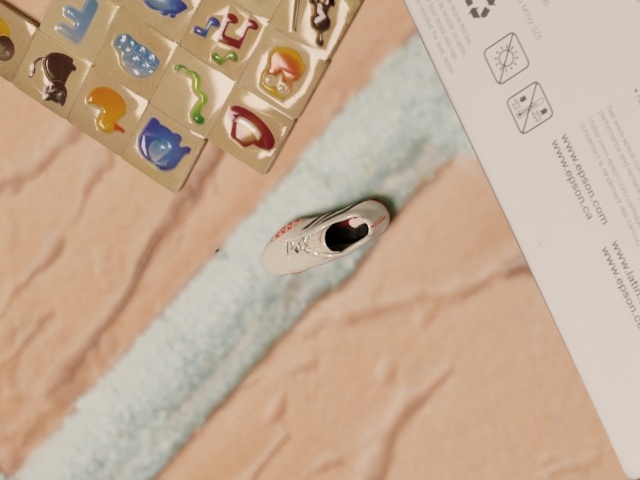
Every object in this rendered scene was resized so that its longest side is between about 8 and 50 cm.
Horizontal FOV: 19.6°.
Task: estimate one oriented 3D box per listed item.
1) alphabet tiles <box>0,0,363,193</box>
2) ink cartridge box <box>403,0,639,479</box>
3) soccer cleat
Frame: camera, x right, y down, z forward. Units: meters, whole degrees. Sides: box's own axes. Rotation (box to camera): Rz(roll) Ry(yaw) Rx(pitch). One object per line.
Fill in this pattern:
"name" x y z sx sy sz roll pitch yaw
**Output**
"alphabet tiles" -0.101 -0.148 1.037 0.237 0.009 0.198 33 114 7
"ink cartridge box" 0.208 -0.105 0.827 0.330 0.071 0.324 -33 71 32
"soccer cleat" 0.000 0.000 1.031 0.083 0.035 0.029 -21 99 24
